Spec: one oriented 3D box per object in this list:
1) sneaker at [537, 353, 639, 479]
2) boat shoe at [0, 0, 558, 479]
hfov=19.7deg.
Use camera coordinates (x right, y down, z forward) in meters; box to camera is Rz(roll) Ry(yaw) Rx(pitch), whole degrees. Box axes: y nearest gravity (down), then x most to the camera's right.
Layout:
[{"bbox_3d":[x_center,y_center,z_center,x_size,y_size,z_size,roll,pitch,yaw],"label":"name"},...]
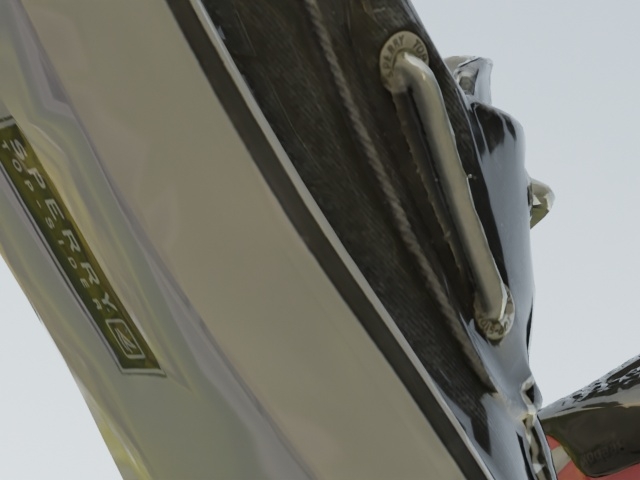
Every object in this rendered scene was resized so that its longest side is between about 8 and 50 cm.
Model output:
[{"bbox_3d":[0.133,0.126,0.679,0.136,0.116,0.314,57,-18,19],"label":"sneaker"},{"bbox_3d":[0.000,0.000,0.373,0.108,0.102,0.301,-2,-58,59],"label":"boat shoe"}]
